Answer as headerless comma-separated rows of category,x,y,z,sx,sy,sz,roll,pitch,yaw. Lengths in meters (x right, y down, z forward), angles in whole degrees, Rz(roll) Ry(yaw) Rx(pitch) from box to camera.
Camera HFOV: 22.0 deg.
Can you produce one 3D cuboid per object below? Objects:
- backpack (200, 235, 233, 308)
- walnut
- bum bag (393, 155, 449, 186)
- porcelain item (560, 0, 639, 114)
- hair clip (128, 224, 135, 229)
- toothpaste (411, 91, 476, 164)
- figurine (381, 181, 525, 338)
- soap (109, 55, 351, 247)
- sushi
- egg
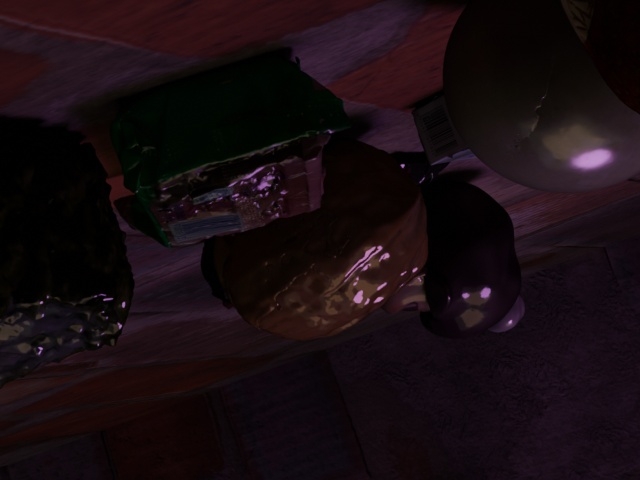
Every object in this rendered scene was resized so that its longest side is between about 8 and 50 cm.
backpack,-0.084,0.025,1.957,0.120,0.106,0.165,-13,174,-1
walnut,0.000,0.000,1.693,0.245,0.198,0.198,-36,165,21
bum bag,0.108,-0.080,1.922,0.058,0.034,0.124,-41,159,34
porcelain item,0.278,-0.204,1.097,0.253,0.253,0.253,-17,171,-3
hair clip,-0.109,-0.046,1.657,0.229,0.066,0.036,-21,144,40
toothpaste,0.239,-0.163,1.587,0.336,0.067,0.081,-25,171,40
figurine,0.091,0.052,2.131,0.365,0.206,0.218,-16,172,-12
soap,-0.086,-0.065,1.436,0.217,0.098,0.273,-18,171,-3
sushi,-0.338,0.040,1.338,0.352,0.178,0.294,-24,168,26
egg,0.196,-0.130,1.299,0.186,0.187,0.253,-25,168,38
